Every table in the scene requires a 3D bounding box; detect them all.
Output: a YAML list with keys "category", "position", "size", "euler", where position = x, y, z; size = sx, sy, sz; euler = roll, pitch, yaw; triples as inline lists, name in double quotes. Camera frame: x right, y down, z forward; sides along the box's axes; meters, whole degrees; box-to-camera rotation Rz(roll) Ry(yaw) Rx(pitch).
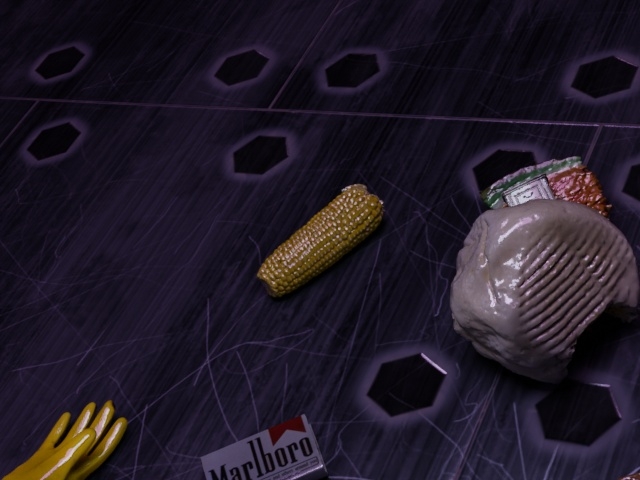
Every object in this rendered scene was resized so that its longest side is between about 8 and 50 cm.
- category: "table"
  position: [0.343, -0.049, 1.986]
  size: [0.079, 0.062, 0.083]
  euler: [-26, 72, 9]

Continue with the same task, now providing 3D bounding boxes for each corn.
- category: "corn"
  position: [0.002, 0.002, 2.177]
  size: [0.260, 0.091, 0.091]
  euler: [-39, 25, -13]

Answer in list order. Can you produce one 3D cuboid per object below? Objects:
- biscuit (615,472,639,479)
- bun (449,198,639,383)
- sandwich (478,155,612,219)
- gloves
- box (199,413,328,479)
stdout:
- category: "biscuit"
  position: [0.414, 0.381, 1.627]
  size: [0.124, 0.026, 0.175]
  euler: [-1, 44, 25]
- category: "bun"
  position: [0.317, 0.062, 1.872]
  size: [0.281, 0.281, 0.205]
  euler: [-40, 18, -19]
- category: "sandwich"
  position: [0.376, -0.053, 2.069]
  size: [0.185, 0.109, 0.159]
  euler: [-24, 67, 1]
- category: "gloves"
  position: [-0.429, 0.359, 1.980]
  size: [0.133, 0.116, 0.294]
  euler: [17, 47, 28]
- category: "box"
  position: [-0.087, 0.343, 1.883]
  size: [0.178, 0.036, 0.115]
  euler: [-22, 40, 0]
